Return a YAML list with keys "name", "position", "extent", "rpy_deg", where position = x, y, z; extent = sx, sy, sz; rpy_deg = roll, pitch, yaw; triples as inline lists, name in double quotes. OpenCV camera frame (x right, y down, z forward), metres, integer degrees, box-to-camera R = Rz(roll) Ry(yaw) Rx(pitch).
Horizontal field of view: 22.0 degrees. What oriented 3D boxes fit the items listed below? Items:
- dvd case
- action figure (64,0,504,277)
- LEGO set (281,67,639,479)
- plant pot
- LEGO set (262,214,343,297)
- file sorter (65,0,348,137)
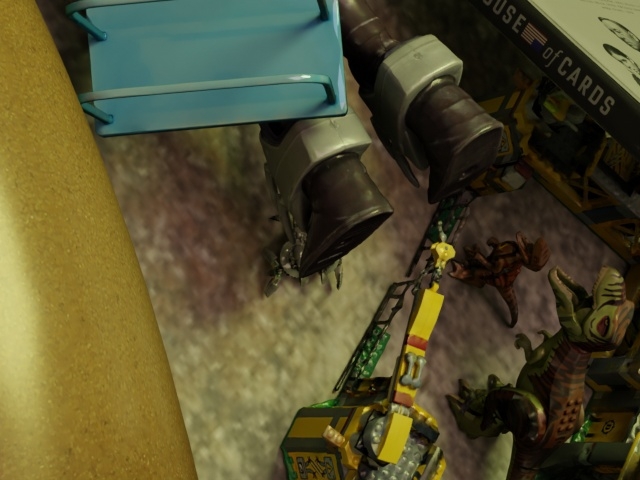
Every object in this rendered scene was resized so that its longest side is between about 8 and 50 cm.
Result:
- name: "dvd case"
  position: [0.172, -0.097, 0.891]
  extent: [0.179, 0.029, 0.239]
  rpy_deg: [0, 41, -49]
- name: "action figure"
  position: [-0.031, -0.133, 0.833]
  extent: [0.185, 0.099, 0.285]
  rpy_deg: [-26, 79, -16]
- name: "LEGO set"
  position: [0.157, 0.061, 0.880]
  extent: [0.255, 0.192, 0.331]
  rpy_deg: [47, 63, -19]
- name: "plant pot"
  position: [-0.172, 0.003, 0.650]
  extent: [0.237, 0.237, 0.254]
  rpy_deg: [-4, 87, -33]
- name: "LEGO set"
  position: [-0.001, -0.002, 0.887]
  extent: [0.054, 0.023, 0.083]
  rpy_deg: [30, 70, -26]
- name: "file sorter"
  position: [-0.055, -0.139, 0.726]
  extent: [0.118, 0.104, 0.170]
  rpy_deg: [-5, 89, 3]
